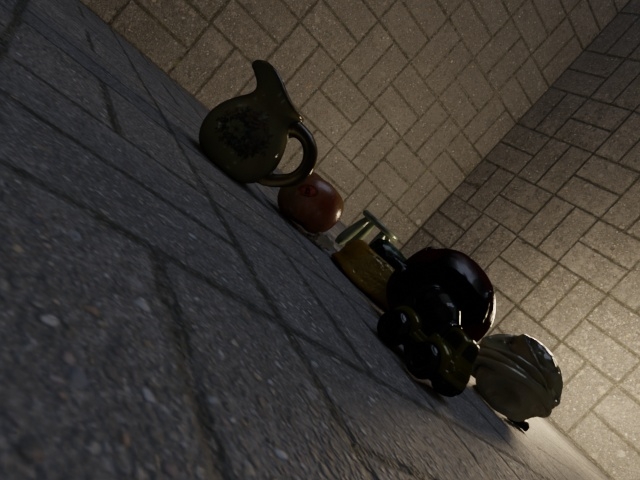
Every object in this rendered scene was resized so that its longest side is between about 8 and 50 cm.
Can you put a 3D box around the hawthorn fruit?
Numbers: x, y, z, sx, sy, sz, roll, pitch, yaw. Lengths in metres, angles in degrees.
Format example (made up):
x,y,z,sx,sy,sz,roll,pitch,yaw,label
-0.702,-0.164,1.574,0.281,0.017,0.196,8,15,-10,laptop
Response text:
x,y,z,sx,sy,sz,roll,pitch,yaw,label
0.326,0.160,1.395,0.316,0.316,0.316,42,5,-5,hawthorn fruit

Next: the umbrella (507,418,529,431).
x,y,z,sx,sy,sz,roll,pitch,yaw,label
0.604,0.552,1.591,0.133,0.031,0.036,37,6,-38,umbrella

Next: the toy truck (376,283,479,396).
x,y,z,sx,sy,sz,roll,pitch,yaw,label
0.239,0.198,1.075,0.147,0.165,0.224,39,6,-34,toy truck

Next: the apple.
x,y,z,sx,sy,sz,roll,pitch,yaw,label
-0.032,-0.118,1.627,0.209,0.164,0.209,40,-4,3,apple

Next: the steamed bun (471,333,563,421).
x,y,z,sx,sy,sz,roll,pitch,yaw,label
0.602,0.391,1.578,0.280,0.207,0.268,15,27,-34,steamed bun

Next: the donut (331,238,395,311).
x,y,z,sx,sy,sz,roll,pitch,yaw,label
0.175,0.111,1.624,0.303,0.110,0.303,42,4,-4,donut

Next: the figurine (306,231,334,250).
x,y,z,sx,sy,sz,roll,pitch,yaw,label
0.000,0.000,1.614,0.083,0.047,0.051,37,-9,-38,figurine

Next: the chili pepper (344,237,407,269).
x,y,z,sx,sy,sz,roll,pitch,yaw,label
0.212,0.071,1.949,0.261,0.165,0.174,39,18,-14,chili pepper

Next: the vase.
x,y,z,sx,sy,sz,roll,pitch,yaw,label
-0.151,-0.295,1.482,0.329,0.302,0.241,43,4,0,vase

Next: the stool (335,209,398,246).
x,y,z,sx,sy,sz,roll,pitch,yaw,label
0.206,-0.001,2.267,0.195,0.198,0.195,42,4,21,stool
